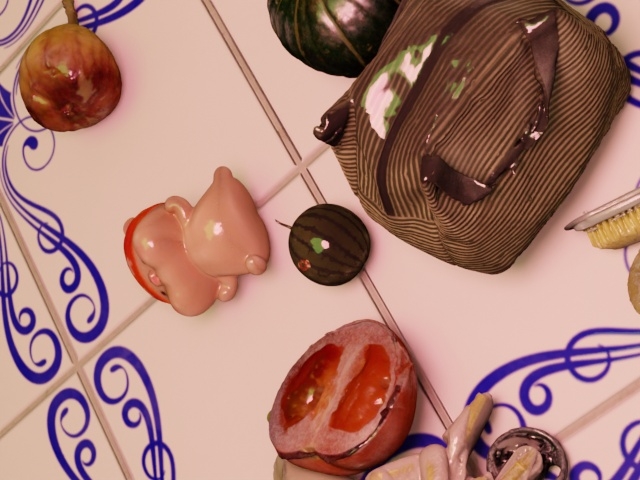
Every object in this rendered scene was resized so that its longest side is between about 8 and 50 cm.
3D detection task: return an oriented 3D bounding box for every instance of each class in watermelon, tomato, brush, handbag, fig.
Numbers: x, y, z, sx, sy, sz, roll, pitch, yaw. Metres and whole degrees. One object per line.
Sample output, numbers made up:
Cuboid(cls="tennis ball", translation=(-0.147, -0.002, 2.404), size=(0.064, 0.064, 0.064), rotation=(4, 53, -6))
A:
Cuboid(cls="watermelon", translation=(0.000, 0.000, 1.702), size=(0.133, 0.105, 0.105), rotation=(27, 102, 14))
Cuboid(cls="tomato", translation=(0.050, 0.207, 1.651), size=(0.228, 0.112, 0.199), rotation=(-1, 59, 51))
Cuboid(cls="brush", translation=(0.412, -0.059, 1.463), size=(0.297, 0.068, 0.060), rotation=(-30, 90, 27))
Cuboid(cls="handbag", translation=(0.169, -0.153, 1.484), size=(0.247, 0.240, 0.341), rotation=(37, 92, 30))
Cuboid(cls="fig", translation=(-0.388, -0.278, 1.964), size=(0.160, 0.143, 0.231), rotation=(-41, 66, 44))

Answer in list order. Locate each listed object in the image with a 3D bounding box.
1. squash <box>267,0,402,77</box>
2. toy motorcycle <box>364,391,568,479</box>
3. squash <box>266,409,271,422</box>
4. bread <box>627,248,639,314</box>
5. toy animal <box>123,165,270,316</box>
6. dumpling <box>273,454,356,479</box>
Cuboid(cls="squash", translation=(0.035, -0.310, 1.662), size=(0.218, 0.172, 0.218), rotation=(-18, 65, 45))
Cuboid(cls="toy motorcycle", translation=(0.129, 0.327, 1.523), size=(0.223, 0.108, 0.341), rotation=(32, 69, 23))
Cuboid(cls="squash", translation=(-0.035, 0.231, 1.763), size=(0.089, 0.027, 0.027), rotation=(-19, 76, 30))
Cuboid(cls="bread", translation=(0.475, 0.056, 1.412), size=(0.286, 0.056, 0.207), rotation=(-27, 70, 31))
Cuboid(cls="toy animal", translation=(-0.173, 0.007, 1.795), size=(0.197, 0.171, 0.171), rotation=(-26, 73, 23))
Cuboid(cls="dumpling", translation=(0.003, 0.384, 1.674), size=(0.252, 0.131, 0.179), rotation=(35, 133, 40))
